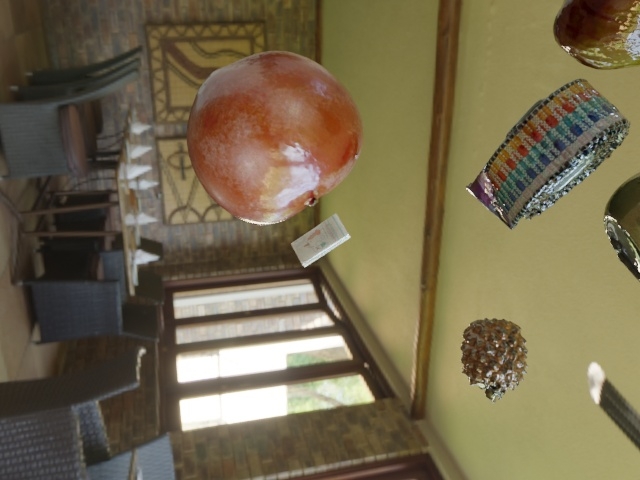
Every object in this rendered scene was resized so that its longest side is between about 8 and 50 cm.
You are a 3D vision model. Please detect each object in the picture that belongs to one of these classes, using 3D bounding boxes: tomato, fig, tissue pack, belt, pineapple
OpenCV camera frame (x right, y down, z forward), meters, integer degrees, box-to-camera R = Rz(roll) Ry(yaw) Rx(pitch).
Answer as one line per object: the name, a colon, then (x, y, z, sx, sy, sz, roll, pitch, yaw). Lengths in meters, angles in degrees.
tomato: (-0.077, -0.159, 0.922, 0.265, 0.265, 0.264, 175, -90, -77)
fig: (0.444, -0.290, 0.765, 0.191, 0.291, 0.190, -168, -90, -78)
tissue pack: (0.000, 0.000, 1.160, 0.056, 0.108, 0.023, 62, 9, 26)
belt: (0.447, -0.178, 1.204, 0.160, 0.207, 0.295, 55, -40, 19)
pineapple: (0.407, 0.283, 1.423, 0.166, 0.166, 0.193, 124, -24, -69)

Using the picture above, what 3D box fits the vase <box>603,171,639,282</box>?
vase: (0.712, -0.022, 1.081, 0.241, 0.302, 0.329, 54, 11, -41)
